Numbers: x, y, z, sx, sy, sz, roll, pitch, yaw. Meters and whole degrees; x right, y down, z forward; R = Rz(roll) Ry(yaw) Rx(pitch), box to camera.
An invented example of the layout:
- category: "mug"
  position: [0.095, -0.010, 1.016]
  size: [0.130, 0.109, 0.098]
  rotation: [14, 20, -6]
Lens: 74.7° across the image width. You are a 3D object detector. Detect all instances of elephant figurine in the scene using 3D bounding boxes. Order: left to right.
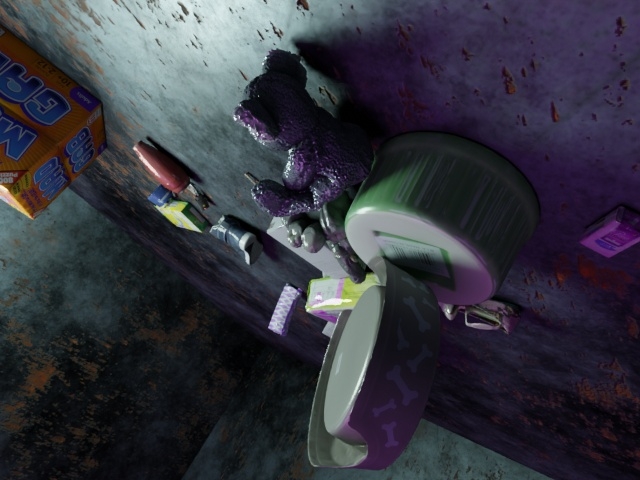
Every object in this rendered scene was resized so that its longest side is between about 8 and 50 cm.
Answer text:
- category: "elephant figurine"
  position: [0.042, -0.031, 0.905]
  size: [0.240, 0.186, 0.169]
  rotation: [17, -147, -49]

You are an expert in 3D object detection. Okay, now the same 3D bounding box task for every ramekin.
- category: "ramekin"
  position: [0.189, -0.021, 0.716]
  size: [0.304, 0.148, 0.303]
  rotation: [28, 157, 13]

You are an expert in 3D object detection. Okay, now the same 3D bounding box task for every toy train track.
- category: "toy train track"
  position: [-0.164, -0.149, 1.100]
  size: [0.083, 0.014, 0.048]
  rotation: [44, 163, -13]

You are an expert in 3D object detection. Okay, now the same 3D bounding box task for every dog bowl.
- category: "dog bowl"
  position: [0.084, 0.203, 0.699]
  size: [0.102, 0.348, 0.348]
  rotation: [21, 158, -3]

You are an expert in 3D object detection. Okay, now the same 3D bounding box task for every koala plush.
- category: "koala plush"
  position: [-0.040, -0.177, 0.675]
  size: [0.204, 0.196, 0.221]
  rotation: [-3, 139, 38]

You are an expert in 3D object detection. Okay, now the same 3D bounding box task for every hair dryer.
- category: "hair dryer"
  position: [-0.502, -0.202, 1.346]
  size: [0.224, 0.080, 0.293]
  rotation: [23, 155, 25]

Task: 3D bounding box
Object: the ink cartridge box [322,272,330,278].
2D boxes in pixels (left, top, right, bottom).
- category: "ink cartridge box"
  position: [0.037, 0.075, 1.182]
  size: [0.052, 0.088, 0.122]
  rotation: [6, 153, 5]

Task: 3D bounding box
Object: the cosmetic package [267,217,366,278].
- category: "cosmetic package"
  position: [0.000, 0.000, 1.017]
  size: [0.231, 0.085, 0.117]
  rotation: [38, 147, -26]

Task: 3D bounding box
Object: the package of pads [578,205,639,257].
- category: "package of pads"
  position: [0.416, -0.010, 0.593]
  size: [0.050, 0.032, 0.083]
  rotation: [27, 157, 8]

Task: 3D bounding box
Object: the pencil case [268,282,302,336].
- category: "pencil case"
  position: [-0.139, 0.286, 1.720]
  size: [0.088, 0.206, 0.086]
  rotation: [6, 159, 43]

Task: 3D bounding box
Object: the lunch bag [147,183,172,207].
- category: "lunch bag"
  position: [-0.594, -0.163, 1.564]
  size: [0.065, 0.067, 0.098]
  rotation: [43, 157, -21]

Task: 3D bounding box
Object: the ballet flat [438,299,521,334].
- category: "ballet flat"
  position: [0.341, 0.157, 0.972]
  size: [0.222, 0.079, 0.077]
  rotation: [18, 154, 32]

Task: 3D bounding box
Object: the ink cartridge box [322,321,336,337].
- category: "ink cartridge box"
  position: [0.167, 0.303, 1.435]
  size: [0.272, 0.130, 0.309]
  rotation: [29, 158, 5]

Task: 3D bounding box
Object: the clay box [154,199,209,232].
- category: "clay box"
  position: [-0.552, -0.103, 1.652]
  size: [0.222, 0.053, 0.127]
  rotation: [13, 151, 41]

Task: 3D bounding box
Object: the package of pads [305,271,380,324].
- category: "package of pads"
  position: [0.132, 0.167, 1.118]
  size: [0.297, 0.101, 0.229]
  rotation: [-12, 148, 40]

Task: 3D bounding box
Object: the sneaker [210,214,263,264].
- category: "sneaker"
  position: [-0.294, -0.003, 1.475]
  size: [0.164, 0.086, 0.226]
  rotation: [29, 159, 13]

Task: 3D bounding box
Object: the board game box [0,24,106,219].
- category: "board game box"
  position: [-0.927, -0.340, 1.263]
  size: [0.357, 0.356, 0.356]
  rotation: [39, 156, -14]
